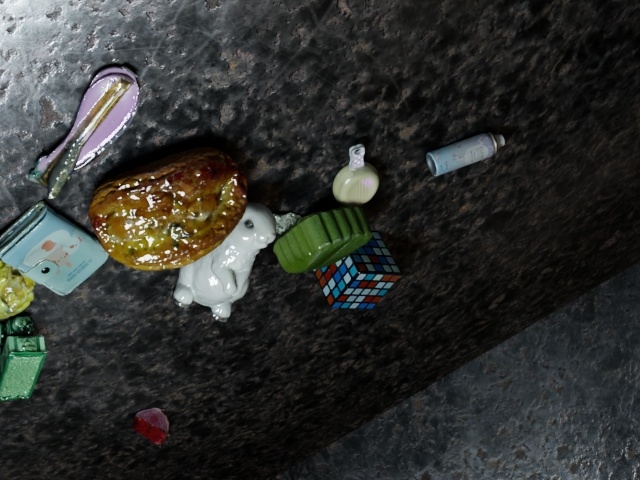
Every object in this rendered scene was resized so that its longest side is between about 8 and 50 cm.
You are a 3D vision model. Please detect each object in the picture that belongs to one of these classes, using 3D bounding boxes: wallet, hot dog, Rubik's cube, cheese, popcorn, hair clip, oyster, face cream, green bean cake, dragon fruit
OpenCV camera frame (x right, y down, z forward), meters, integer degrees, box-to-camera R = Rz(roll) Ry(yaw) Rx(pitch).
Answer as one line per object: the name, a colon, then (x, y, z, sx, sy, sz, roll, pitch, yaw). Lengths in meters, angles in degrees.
wallet: (-0.660, 0.026, 1.845, 0.176, 0.075, 0.250, -43, 145, -1)
hot dog: (-0.358, -0.079, 1.809, 0.387, 0.174, 0.267, -21, 122, -9)
Rubik's cube: (0.108, 0.091, 2.333, 0.184, 0.182, 0.187, 2, 137, -36)
cheese: (0.099, -0.183, 2.072, 0.137, 0.064, 0.227, -21, 147, -13)
popcorn: (-0.805, 0.120, 1.845, 0.173, 0.142, 0.173, -2, 160, -1)
hair clip: (-0.505, -0.233, 1.631, 0.110, 0.096, 0.359, 38, 107, -15)
oyster: (-0.094, -0.048, 2.149, 0.100, 0.037, 0.098, -10, 143, -22)
face cream: (0.426, -0.258, 2.173, 0.229, 0.075, 0.075, -21, 145, -8)
green bean cake: (0.000, 0.000, 2.131, 0.222, 0.125, 0.248, -14, 164, -41)
dragon fruit: (-0.604, 0.665, 2.715, 0.147, 0.096, 0.102, 35, 119, -4)

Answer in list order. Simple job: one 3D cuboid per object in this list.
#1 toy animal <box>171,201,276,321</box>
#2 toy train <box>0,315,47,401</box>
toy animal: (-0.248, 0.031, 2.013, 0.193, 0.258, 0.357, 18, 118, -31)
toy train: (-0.844, 0.324, 2.058, 0.115, 0.154, 0.269, 5, 136, -33)
